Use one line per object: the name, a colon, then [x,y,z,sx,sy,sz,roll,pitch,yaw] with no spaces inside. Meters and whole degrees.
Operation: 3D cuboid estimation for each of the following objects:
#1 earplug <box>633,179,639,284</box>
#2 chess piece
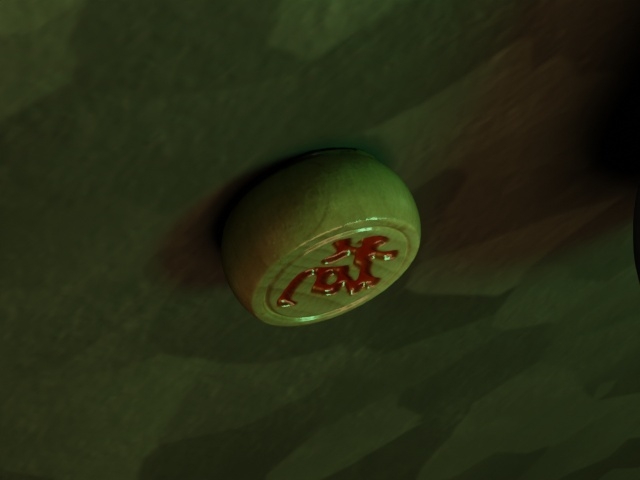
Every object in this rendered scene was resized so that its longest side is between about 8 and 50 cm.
earplug: [0.270,-0.082,0.567,0.215,0.215,0.456,-10,151,-28]
chess piece: [0.000,0.000,0.641,0.083,0.038,0.084,-22,151,-13]
